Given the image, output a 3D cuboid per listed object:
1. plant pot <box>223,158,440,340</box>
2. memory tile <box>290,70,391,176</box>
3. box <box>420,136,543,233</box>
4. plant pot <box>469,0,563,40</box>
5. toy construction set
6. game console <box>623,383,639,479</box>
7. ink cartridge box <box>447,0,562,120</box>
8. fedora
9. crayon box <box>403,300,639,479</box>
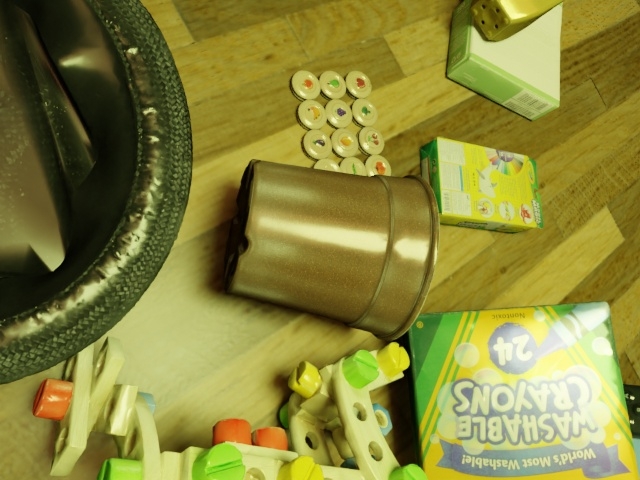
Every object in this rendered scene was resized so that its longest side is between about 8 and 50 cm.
[{"bbox_3d":[0.000,0.000,0.491,0.165,0.167,0.167,12,73,-16],"label":"plant pot"},{"bbox_3d":[0.026,-0.134,0.610,0.113,0.012,0.148,-9,83,-28],"label":"memory tile"},{"bbox_3d":[0.217,-0.068,0.674,0.179,0.043,0.105,6,75,-23],"label":"box"},{"bbox_3d":[0.245,-0.309,0.663,0.083,0.081,0.082,-38,96,-18],"label":"plant pot"},{"bbox_3d":[-0.053,0.163,0.407,0.327,0.151,0.215,12,47,-22],"label":"toy construction set"},{"bbox_3d":[0.306,0.295,0.567,0.173,0.250,0.293,31,64,-46],"label":"game console"},{"bbox_3d":[0.277,-0.317,0.754,0.171,0.056,0.235,18,69,-22],"label":"ink cartridge box"},{"bbox_3d":[-0.257,-0.065,0.374,0.333,0.152,0.335,5,80,-26],"label":"fedora"},{"bbox_3d":[0.202,0.232,0.521,0.202,0.083,0.323,-5,79,4],"label":"crayon box"}]
